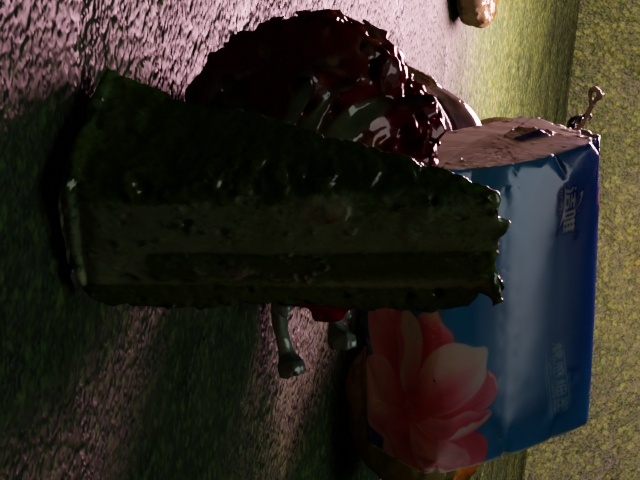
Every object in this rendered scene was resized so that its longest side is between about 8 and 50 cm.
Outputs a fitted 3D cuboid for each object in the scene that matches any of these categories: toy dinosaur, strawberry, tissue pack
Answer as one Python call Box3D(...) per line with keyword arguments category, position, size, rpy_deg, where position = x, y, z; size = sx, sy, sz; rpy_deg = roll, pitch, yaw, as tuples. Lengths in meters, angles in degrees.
Box3D(category="toy dinosaur", position=(-0.004, 0.049, 1.510), size=(0.383, 0.076, 0.129), rpy_deg=(87, 9, -84))
Box3D(category="strawberry", position=(-0.006, -0.051, 1.208), size=(0.184, 0.187, 0.201), rpy_deg=(-51, -174, 3))
Box3D(category="tissue pack", position=(0.143, 0.042, 1.607), size=(0.209, 0.137, 0.270), rpy_deg=(-12, 109, -38))

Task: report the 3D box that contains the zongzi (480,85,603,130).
Box3D(category="zongzi", position=(0.179, 0.043, 2.140), size=(0.447, 0.181, 0.418), rpy_deg=(-61, 168, -66))

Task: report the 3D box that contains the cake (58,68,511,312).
Box3D(category="cake", position=(-0.017, -0.026, 1.025), size=(0.100, 0.235, 0.099), rpy_deg=(91, 1, -48))

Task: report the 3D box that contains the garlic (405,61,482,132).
Box3D(category="garlic", position=(0.074, -0.057, 1.704), size=(0.131, 0.127, 0.194), rpy_deg=(-30, 140, -80))

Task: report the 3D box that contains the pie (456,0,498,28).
Box3D(category="pie", position=(0.193, -0.349, 2.267), size=(0.195, 0.046, 0.195), rpy_deg=(5, 90, -76))

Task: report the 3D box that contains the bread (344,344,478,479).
Box3D(category="bread", position=(0.109, 0.133, 1.833), size=(0.244, 0.134, 0.244), rpy_deg=(19, 90, -74))
